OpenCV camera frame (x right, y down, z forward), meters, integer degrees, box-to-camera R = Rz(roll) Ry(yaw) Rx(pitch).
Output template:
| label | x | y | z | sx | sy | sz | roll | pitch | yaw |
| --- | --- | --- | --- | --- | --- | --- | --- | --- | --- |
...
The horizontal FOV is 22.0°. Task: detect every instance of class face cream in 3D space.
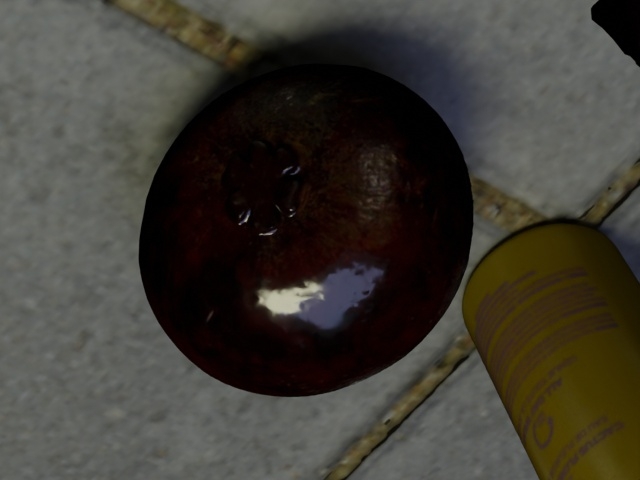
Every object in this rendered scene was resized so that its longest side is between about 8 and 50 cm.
| label | x | y | z | sx | sy | sz | roll | pitch | yaw |
| --- | --- | --- | --- | --- | --- | --- | --- | --- | --- |
| face cream | 0.134 | 0.104 | 0.645 | 0.078 | 0.273 | 0.078 | -10 | 131 | -11 |

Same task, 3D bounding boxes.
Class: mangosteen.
| label | x | y | z | sx | sy | sz | roll | pitch | yaw |
| --- | --- | --- | --- | --- | --- | --- | --- | --- | --- |
| mangosteen | 0.000 | 0.000 | 0.625 | 0.140 | 0.140 | 0.140 | -10 | 131 | -11 |

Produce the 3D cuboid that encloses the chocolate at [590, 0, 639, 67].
| label | x | y | z | sx | sy | sz | roll | pitch | yaw |
| --- | --- | --- | --- | --- | --- | --- | --- | --- | --- |
| chocolate | 0.303 | -0.144 | 0.479 | 0.384 | 0.383 | 0.331 | 12 | 110 | -27 |
